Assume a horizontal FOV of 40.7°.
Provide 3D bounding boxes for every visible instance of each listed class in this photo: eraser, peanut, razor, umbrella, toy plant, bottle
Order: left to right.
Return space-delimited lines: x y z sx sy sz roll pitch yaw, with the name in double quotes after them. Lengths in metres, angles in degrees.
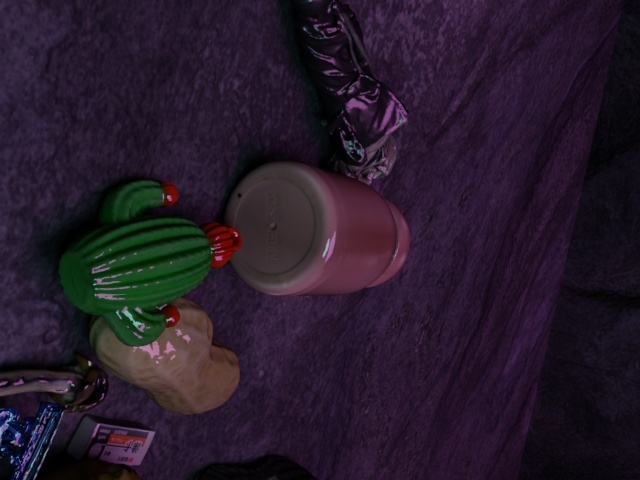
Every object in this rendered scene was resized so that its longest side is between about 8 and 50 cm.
-0.381 0.153 0.778 0.324 0.056 0.093 35 71 -49 "razor"
-0.259 0.251 1.079 0.052 0.029 0.122 -64 151 -4 "eraser"
-0.182 0.008 0.943 0.154 0.088 0.240 54 40 -16 "toy plant"
-0.176 0.135 1.047 0.125 0.111 0.274 -41 150 -4 "peanut"
0.000 0.000 1.196 0.206 0.173 0.297 -41 160 21 "bottle"
0.035 -0.203 1.149 0.113 0.106 0.357 -50 147 -19 "umbrella"

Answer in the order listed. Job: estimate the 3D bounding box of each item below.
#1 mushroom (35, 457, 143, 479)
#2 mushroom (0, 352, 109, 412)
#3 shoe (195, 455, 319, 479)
-0.286 0.406 0.949 0.345 0.239 0.345 -7 103 -35 "mushroom"
-0.309 0.154 0.916 0.187 0.061 0.060 11 110 -49 "mushroom"
-0.105 0.457 1.395 0.336 0.132 0.171 17 101 -59 "shoe"
